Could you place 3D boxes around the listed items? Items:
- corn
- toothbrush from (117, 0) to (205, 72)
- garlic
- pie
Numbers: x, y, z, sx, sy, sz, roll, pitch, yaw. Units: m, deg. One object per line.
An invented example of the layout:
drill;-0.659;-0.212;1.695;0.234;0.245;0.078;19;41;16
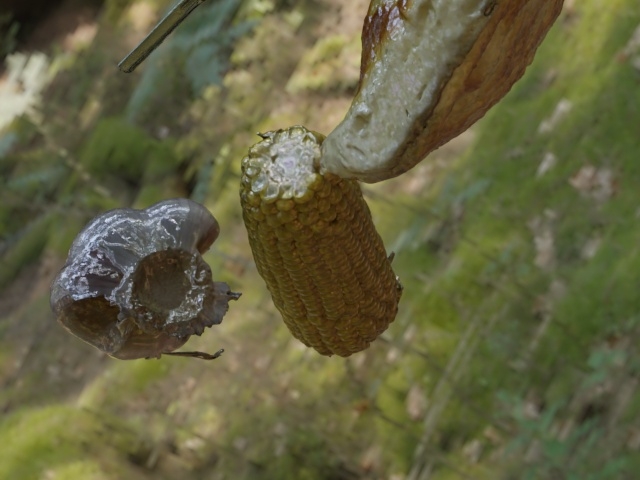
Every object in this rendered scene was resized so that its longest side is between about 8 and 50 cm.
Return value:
corn;-0.001;0.005;1.164;0.260;0.091;0.091;69;-151;-62
toothbrush;-0.171;-0.293;2.127;0.294;0.026;0.028;-35;31;42
garlic;-0.164;0.077;1.878;0.207;0.257;0.207;-30;32;21
pie;0.071;-0.118;0.876;0.179;0.084;0.205;-44;-17;-54
